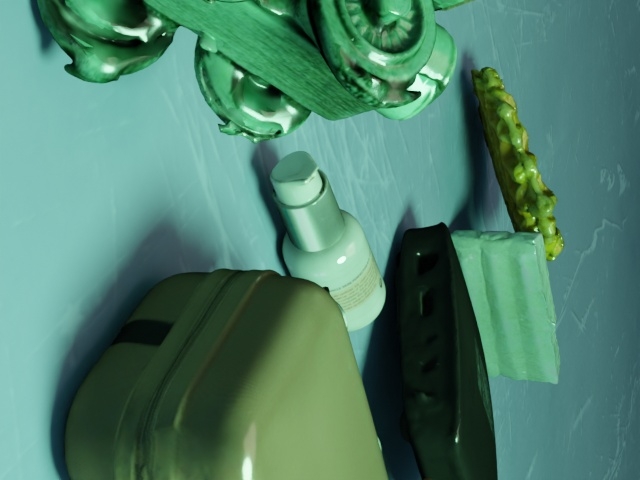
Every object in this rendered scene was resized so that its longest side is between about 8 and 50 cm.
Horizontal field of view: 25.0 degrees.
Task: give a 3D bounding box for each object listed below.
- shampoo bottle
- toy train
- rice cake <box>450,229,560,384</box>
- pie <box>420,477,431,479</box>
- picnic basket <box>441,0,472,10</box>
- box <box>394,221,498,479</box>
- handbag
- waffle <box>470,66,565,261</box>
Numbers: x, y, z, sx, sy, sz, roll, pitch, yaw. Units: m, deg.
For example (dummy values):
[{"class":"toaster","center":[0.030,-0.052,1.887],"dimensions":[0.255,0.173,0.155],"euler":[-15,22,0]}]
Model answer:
[{"class":"shampoo bottle","center":[0.000,0.000,1.227],"dimensions":[0.192,0.074,0.074],"euler":[65,34,-46]},{"class":"toy train","center":[-0.039,-0.198,0.896],"dimensions":[0.299,0.167,0.238],"euler":[25,64,-33]},{"class":"rice cake","center":[0.227,0.081,1.749],"dimensions":[0.043,0.127,0.237],"euler":[-61,146,-39]},{"class":"pie","center":[0.027,0.339,1.140],"dimensions":[0.105,0.257,0.274],"euler":[33,41,-16]},{"class":"picnic basket","center":[0.029,-0.245,1.112],"dimensions":[0.154,0.196,0.134],"euler":[-29,118,-67]},{"class":"box","center":[0.140,0.166,1.536],"dimensions":[0.289,0.073,0.290],"euler":[68,17,-48]},{"class":"handbag","center":[-0.042,0.152,1.031],"dimensions":[0.283,0.149,0.302],"euler":[-63,146,-44]},{"class":"waffle","center":[0.241,-0.093,1.758],"dimensions":[0.243,0.058,0.238],"euler":[61,12,-69]}]
